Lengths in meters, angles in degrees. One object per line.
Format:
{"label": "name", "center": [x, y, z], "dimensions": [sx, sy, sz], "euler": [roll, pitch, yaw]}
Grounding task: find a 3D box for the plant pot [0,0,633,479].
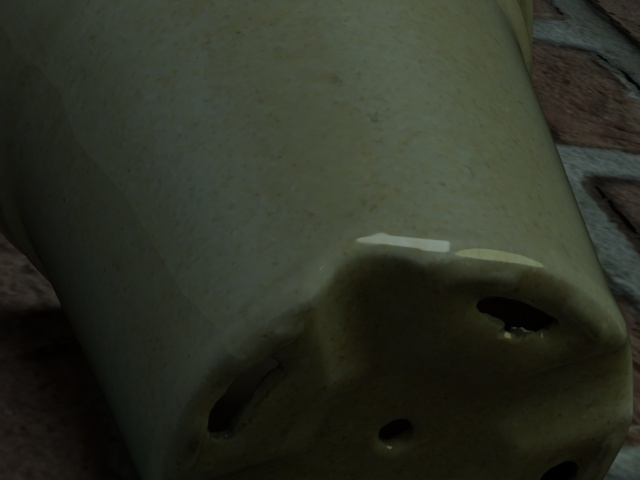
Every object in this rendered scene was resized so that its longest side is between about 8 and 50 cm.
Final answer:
{"label": "plant pot", "center": [0.000, 0.000, 0.873], "dimensions": [0.334, 0.334, 0.305], "euler": [3, 36, -22]}
